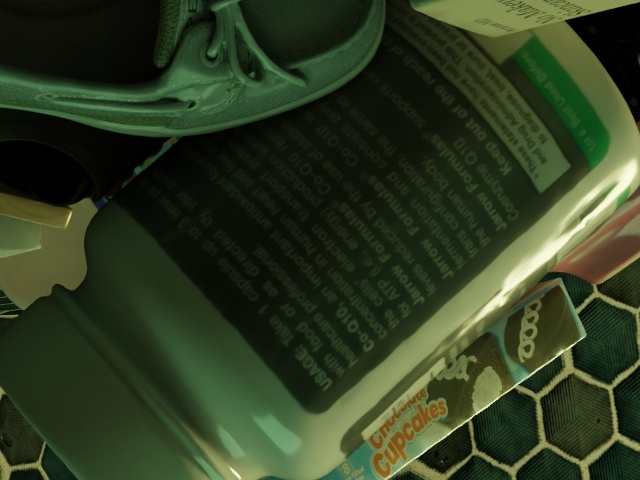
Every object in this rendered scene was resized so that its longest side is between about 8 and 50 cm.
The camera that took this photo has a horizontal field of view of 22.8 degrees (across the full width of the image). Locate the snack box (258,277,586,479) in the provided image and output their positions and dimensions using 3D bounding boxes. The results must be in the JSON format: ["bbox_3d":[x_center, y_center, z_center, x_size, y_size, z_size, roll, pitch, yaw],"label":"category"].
[{"bbox_3d":[0.046,0.132,1.276,0.322,0.060,0.187,-29,-173,-38],"label":"snack box"}]

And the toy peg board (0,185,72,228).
[{"bbox_3d":[-0.256,-0.080,1.042,0.160,0.079,0.161,15,-173,-36],"label":"toy peg board"}]

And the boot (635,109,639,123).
[{"bbox_3d":[0.350,-0.073,1.809,0.284,0.138,0.377,-3,167,-42],"label":"boot"}]

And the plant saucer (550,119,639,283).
[{"bbox_3d":[0.303,-0.068,1.285,0.332,0.084,0.332,-35,174,-4],"label":"plant saucer"}]

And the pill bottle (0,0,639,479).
[{"bbox_3d":[-0.005,0.008,0.925,0.361,0.204,0.204,-42,178,-7],"label":"pill bottle"}]

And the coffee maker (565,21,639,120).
[{"bbox_3d":[0.178,-0.102,1.298,0.171,0.120,0.178,-6,175,-19],"label":"coffee maker"}]

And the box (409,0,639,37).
[{"bbox_3d":[0.176,-0.171,0.709,0.275,0.094,0.113,-11,173,29],"label":"box"}]

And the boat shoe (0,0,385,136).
[{"bbox_3d":[-0.115,-0.116,0.785,0.320,0.118,0.103,1,177,-15],"label":"boat shoe"}]

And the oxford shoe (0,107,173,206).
[{"bbox_3d":[-0.138,-0.084,0.970,0.363,0.133,0.130,-2,172,-45],"label":"oxford shoe"}]

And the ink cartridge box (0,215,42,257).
[{"bbox_3d":[-0.395,-0.026,1.295,0.283,0.117,0.207,-11,173,39],"label":"ink cartridge box"}]

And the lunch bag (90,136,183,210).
[{"bbox_3d":[-0.035,-0.033,1.220,0.221,0.293,0.138,-22,-147,24],"label":"lunch bag"}]

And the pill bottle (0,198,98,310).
[{"bbox_3d":[-0.195,0.000,1.618,0.162,0.162,0.278,-10,173,27],"label":"pill bottle"}]
